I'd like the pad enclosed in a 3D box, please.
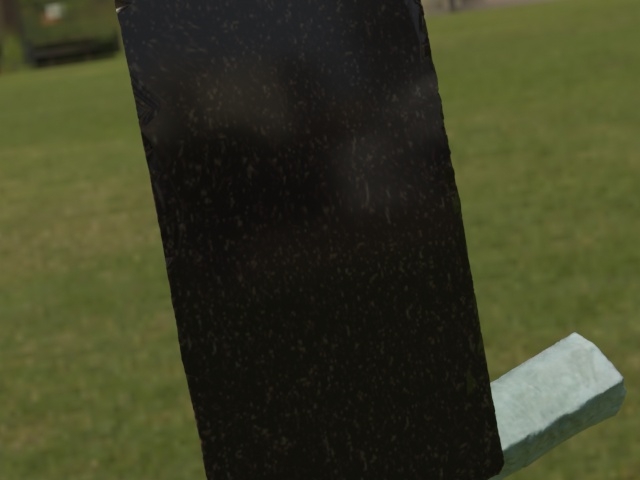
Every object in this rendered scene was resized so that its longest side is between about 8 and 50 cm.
[{"bbox_3d":[0.000,0.000,1.110,0.220,0.330,0.004,-14,6,-39],"label":"pad"}]

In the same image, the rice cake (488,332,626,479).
[{"bbox_3d":[0.150,0.143,1.546,0.206,0.063,0.069,-26,56,-19],"label":"rice cake"}]
